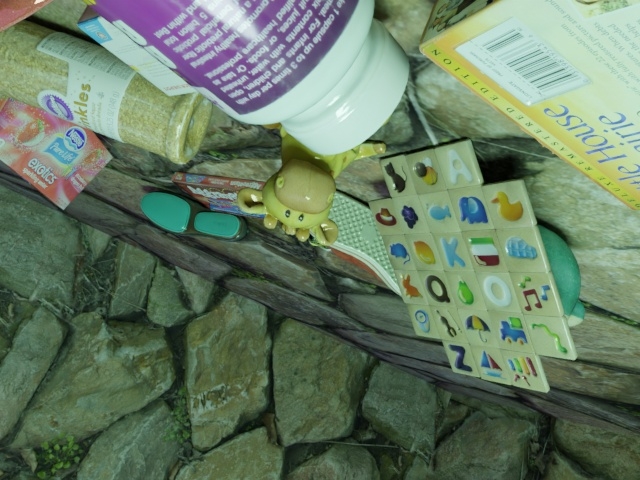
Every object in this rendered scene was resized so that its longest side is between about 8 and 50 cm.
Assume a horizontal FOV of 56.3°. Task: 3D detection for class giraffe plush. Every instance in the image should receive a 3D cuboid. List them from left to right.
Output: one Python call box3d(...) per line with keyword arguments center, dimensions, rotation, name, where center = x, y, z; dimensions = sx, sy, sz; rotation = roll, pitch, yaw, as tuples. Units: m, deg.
box3d(center=(-0.018, -0.094, 0.744), dimensions=(0.181, 0.170, 0.210), rotation=(17, 164, 15), name="giraffe plush")

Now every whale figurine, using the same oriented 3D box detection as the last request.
box3d(center=(0.307, 0.043, 0.906), dimensions=(0.216, 0.141, 0.272), rotation=(31, -168, 21), name="whale figurine")

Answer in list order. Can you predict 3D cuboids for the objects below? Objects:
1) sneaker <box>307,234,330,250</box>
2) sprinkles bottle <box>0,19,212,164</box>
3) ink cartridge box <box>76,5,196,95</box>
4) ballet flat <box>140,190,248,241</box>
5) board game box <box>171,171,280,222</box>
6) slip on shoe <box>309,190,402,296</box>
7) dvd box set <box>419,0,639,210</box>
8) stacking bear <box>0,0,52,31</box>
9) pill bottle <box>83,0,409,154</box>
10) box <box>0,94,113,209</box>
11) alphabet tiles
box3d(center=(0.000, 0.000, 1.315), dimensions=(0.083, 0.031, 0.035), rotation=(9, 160, 40), name="sneaker")
box3d(center=(-0.336, -0.222, 0.843), dimensions=(0.355, 0.121, 0.121), rotation=(21, 165, 3), name="sprinkles bottle")
box3d(center=(-0.162, -0.226, 0.643), dimensions=(0.092, 0.090, 0.143), rotation=(8, 161, 43), name="ink cartridge box")
box3d(center=(-0.304, -0.048, 1.467), dimensions=(0.280, 0.095, 0.096), rotation=(18, 177, 15), name="ballet flat")
box3d(center=(-0.172, -0.089, 1.258), dimensions=(0.281, 0.027, 0.145), rotation=(10, 160, 37), name="board game box")
box3d(center=(0.111, 0.017, 1.070), dimensions=(0.331, 0.123, 0.101), rotation=(29, 171, -7), name="slip on shoe")
box3d(center=(0.307, -0.132, 0.375), dimensions=(0.307, 0.062, 0.420), rotation=(28, 163, -23), name="dvd box set")
box3d(center=(-0.322, -0.309, 0.438), dimensions=(0.289, 0.164, 0.175), rotation=(56, 179, -42), name="stacking bear")
box3d(center=(-0.065, -0.196, 0.460), dimensions=(0.169, 0.169, 0.301), rotation=(5, 157, 48), name="pill bottle")
box3d(center=(-0.515, -0.196, 1.070), dimensions=(0.142, 0.154, 0.300), rotation=(37, 166, 9), name="box")
box3d(center=(0.189, 0.039, 0.808), dimensions=(0.285, 0.011, 0.343), rotation=(-4, 110, 59), name="alphabet tiles")
